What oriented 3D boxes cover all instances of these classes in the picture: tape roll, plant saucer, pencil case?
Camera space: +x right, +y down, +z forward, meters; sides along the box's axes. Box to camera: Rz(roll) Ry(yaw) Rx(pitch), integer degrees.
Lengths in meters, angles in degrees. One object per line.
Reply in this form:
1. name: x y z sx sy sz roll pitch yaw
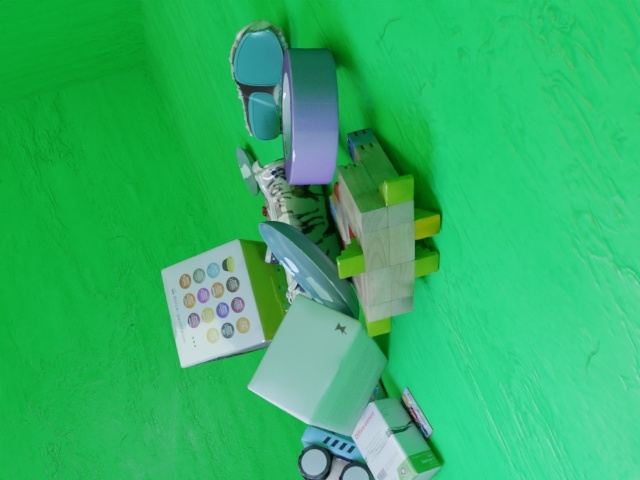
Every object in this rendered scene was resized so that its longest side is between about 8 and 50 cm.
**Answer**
1. tape roll: -0.027 -0.252 1.242 0.275 0.090 0.275 179 90 -82
2. plant saucer: -0.018 0.067 1.371 0.317 0.044 0.317 44 166 14
3. plant saucer: -0.255 -0.257 2.213 0.195 0.037 0.195 57 161 32
4. pencil case: -0.052 -0.025 1.576 0.160 0.183 0.410 -7 102 49

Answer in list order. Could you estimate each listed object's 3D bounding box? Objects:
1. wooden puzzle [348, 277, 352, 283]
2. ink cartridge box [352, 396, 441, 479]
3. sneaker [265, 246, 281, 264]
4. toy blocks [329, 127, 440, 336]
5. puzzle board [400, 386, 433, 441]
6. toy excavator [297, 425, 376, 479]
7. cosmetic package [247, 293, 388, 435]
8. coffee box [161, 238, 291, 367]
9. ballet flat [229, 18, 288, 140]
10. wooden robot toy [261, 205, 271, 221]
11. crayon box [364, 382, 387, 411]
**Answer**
1. wooden puzzle: 0.072 0.074 1.635 0.116 0.014 0.078 -138 35 -57
2. ink cartridge box: 0.191 0.544 1.574 0.219 0.092 0.160 57 135 36
3. sneaker: -0.099 -0.022 1.956 0.079 0.121 0.217 162 121 -85
4. toy blocks: 0.094 -0.035 1.193 0.261 0.191 0.381 -112 10 -47
5. puzzle board: 0.245 0.450 1.557 0.128 0.011 0.096 58 161 30
6. toy excavator: 0.056 0.618 2.040 0.433 0.445 0.222 16 147 20
7. cosmetic package: 0.016 0.310 1.419 0.161 0.230 0.453 24 166 21
8. coffee box: -0.276 0.210 2.048 0.338 0.334 0.337 9 -117 -64
9. ballet flat: -0.152 -0.422 1.533 0.147 0.147 0.409 61 162 24
10. wooden robot toy: -0.147 -0.088 2.034 0.079 0.076 0.173 47 156 27
11. crayon box: 0.097 0.399 1.787 0.278 0.081 0.165 65 162 -6
